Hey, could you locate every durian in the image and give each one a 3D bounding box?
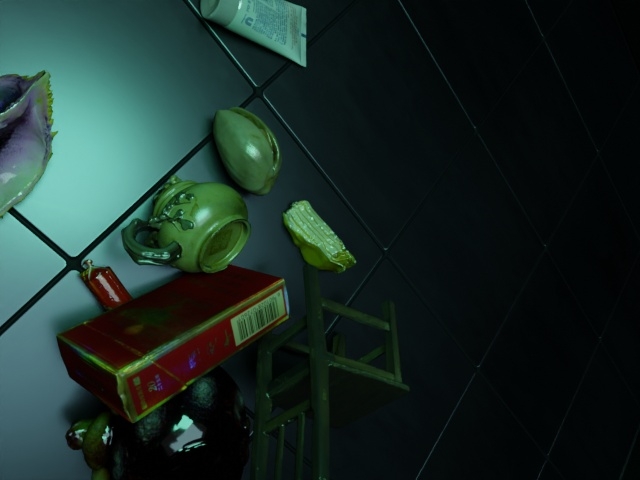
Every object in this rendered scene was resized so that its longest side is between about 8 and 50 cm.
[{"bbox_3d":[-0.503,-0.118,0.686,0.260,0.154,0.186,-36,130,-31],"label":"durian"}]

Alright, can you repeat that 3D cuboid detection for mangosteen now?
[{"bbox_3d":[-0.258,0.331,0.778,0.288,0.233,0.287,-16,127,-23],"label":"mangosteen"}]

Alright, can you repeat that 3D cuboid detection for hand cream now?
[{"bbox_3d":[-0.121,-0.463,0.974,0.248,0.083,0.133,5,88,-44],"label":"hand cream"}]

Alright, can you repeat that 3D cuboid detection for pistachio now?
[{"bbox_3d":[-0.146,-0.178,0.931,0.124,0.124,0.185,-30,90,-30],"label":"pistachio"}]

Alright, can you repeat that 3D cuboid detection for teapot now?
[{"bbox_3d":[-0.239,-0.036,0.843,0.269,0.182,0.173,-28,150,-47],"label":"teapot"}]

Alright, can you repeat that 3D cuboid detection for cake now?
[{"bbox_3d":[-0.004,0.002,1.022,0.080,0.116,0.185,-30,110,-28],"label":"cake"}]

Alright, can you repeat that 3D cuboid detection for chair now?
[{"bbox_3d":[0.023,0.286,0.864,0.241,0.203,0.416,29,37,-31],"label":"chair"}]

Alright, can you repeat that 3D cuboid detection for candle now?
[{"bbox_3d":[-0.368,0.088,0.815,0.052,0.052,0.130,-40,110,-27],"label":"candle"}]

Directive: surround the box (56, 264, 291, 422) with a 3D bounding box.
[{"bbox_3d":[-0.228,0.142,0.772,0.313,0.197,0.089,-27,119,-44],"label":"box"}]
